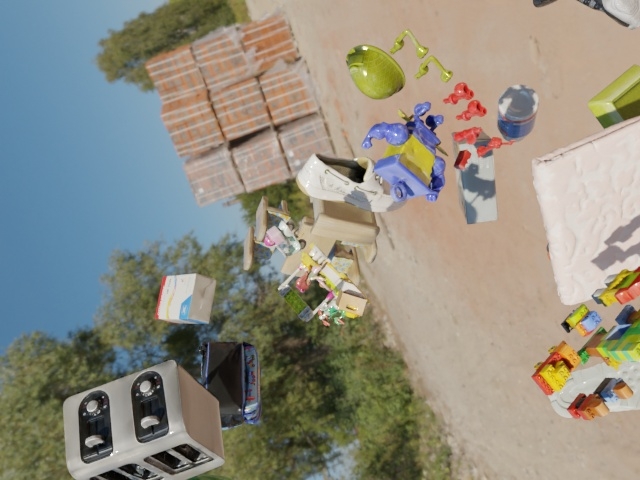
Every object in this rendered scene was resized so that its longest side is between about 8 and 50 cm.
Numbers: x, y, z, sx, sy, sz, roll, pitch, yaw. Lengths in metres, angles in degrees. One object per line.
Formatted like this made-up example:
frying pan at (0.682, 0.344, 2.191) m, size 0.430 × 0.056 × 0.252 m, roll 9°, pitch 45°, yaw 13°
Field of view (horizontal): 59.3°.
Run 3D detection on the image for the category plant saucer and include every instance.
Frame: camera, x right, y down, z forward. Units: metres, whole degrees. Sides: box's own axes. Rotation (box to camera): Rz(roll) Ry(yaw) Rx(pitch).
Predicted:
plant saucer at (0.827, -0.342, 1.471) m, size 0.188 × 0.188 × 0.045 m, roll 52°, pitch 172°, yaw -4°

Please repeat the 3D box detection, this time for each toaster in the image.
toaster at (-0.235, 0.265, 0.781) m, size 0.186 × 0.168 × 0.110 m, roll 67°, pitch -176°, yaw -52°

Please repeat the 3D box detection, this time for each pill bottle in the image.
pill bottle at (0.645, -0.407, 1.853) m, size 0.221 × 0.124 × 0.124 m, roll 44°, pitch -156°, yaw -69°

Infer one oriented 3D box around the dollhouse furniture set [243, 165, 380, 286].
dollhouse furniture set at (0.000, 0.000, 1.633) m, size 0.256 × 0.362 × 0.394 m, roll -96°, pitch 25°, yaw -44°

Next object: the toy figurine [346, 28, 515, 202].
toy figurine at (0.177, -0.183, 1.066) m, size 0.362 × 0.217 × 0.191 m, roll 35°, pitch 160°, yaw -32°

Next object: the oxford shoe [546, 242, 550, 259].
oxford shoe at (0.569, -0.057, 1.157) m, size 0.098 × 0.271 × 0.097 m, roll 58°, pitch -176°, yaw 30°

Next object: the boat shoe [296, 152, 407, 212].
boat shoe at (0.089, -0.129, 1.194) m, size 0.096 × 0.277 × 0.098 m, roll -58°, pitch 41°, yaw 37°

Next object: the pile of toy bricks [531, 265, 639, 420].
pile of toy bricks at (0.378, 0.132, 0.709) m, size 0.118 × 0.212 × 0.105 m, roll 50°, pitch 160°, yaw -1°

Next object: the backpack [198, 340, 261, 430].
backpack at (-0.174, 0.291, 1.092) m, size 0.173 × 0.117 × 0.158 m, roll 96°, pitch 171°, yaw -56°

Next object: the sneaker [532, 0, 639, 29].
sneaker at (0.537, -0.517, 1.153) m, size 0.268 × 0.101 × 0.153 m, roll 31°, pitch 165°, yaw -23°

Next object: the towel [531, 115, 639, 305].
towel at (0.567, -0.066, 1.051) m, size 0.053 × 0.317 × 0.332 m, roll -112°, pitch -2°, yaw -63°

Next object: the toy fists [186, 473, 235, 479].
toy fists at (-0.240, 0.620, 1.348) m, size 0.279 × 0.142 × 0.096 m, roll 66°, pitch -157°, yaw -56°

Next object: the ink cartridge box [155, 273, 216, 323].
ink cartridge box at (-0.415, 0.175, 1.676) m, size 0.078 × 0.231 × 0.134 m, roll 21°, pitch -111°, yaw -42°

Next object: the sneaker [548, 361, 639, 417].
sneaker at (0.481, 0.224, 0.877) m, size 0.095 × 0.235 × 0.090 m, roll 15°, pitch -116°, yaw -41°

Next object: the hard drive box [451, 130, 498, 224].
hard drive box at (0.441, -0.187, 1.612) m, size 0.181 × 0.089 × 0.232 m, roll -74°, pitch -26°, yaw -69°

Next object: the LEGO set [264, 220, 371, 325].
LEGO set at (-0.007, 0.083, 0.899) m, size 0.132 × 0.107 × 0.287 m, roll 45°, pitch 180°, yaw -36°
